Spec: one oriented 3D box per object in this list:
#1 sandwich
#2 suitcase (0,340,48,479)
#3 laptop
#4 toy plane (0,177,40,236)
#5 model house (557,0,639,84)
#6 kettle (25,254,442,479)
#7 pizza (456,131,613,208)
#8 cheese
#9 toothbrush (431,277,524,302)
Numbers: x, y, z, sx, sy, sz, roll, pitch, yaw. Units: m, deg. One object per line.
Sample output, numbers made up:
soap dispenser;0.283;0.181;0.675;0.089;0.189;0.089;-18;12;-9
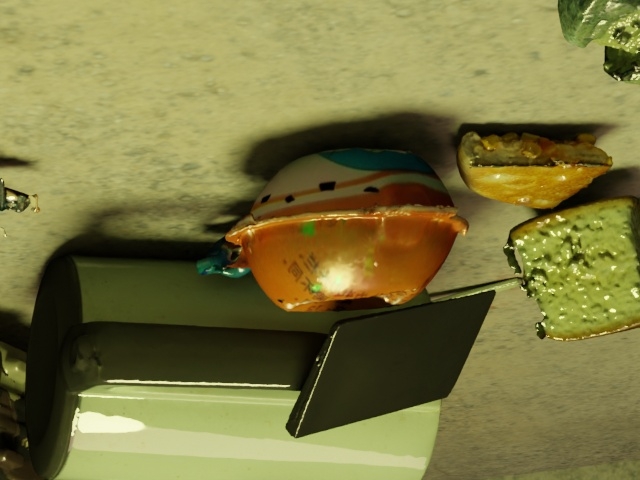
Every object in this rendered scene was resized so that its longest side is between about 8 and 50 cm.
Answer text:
sandwich;0.266;0.032;1.585;0.128;0.122;0.235;-14;174;15
suitcase;-0.441;0.208;1.859;0.339;0.194;0.351;-4;160;20
laptop;0.064;0.106;1.451;0.197;0.016;0.135;-9;133;-41
toy plane;-0.294;-0.044;1.318;0.135;0.062;0.188;0;162;-10
model house;0.202;-0.149;1.114;0.083;0.066;0.079;6;158;-25
kettle;-0.078;0.133;1.592;0.376;0.250;0.361;5;174;-19
pizza;0.186;-0.066;1.405;0.131;0.041;0.178;-17;158;41
cheese;0.000;0.000;1.430;0.217;0.129;0.329;2;171;-28
toothbrush;0.092;0.082;1.853;0.294;0.028;0.026;-12;162;20
